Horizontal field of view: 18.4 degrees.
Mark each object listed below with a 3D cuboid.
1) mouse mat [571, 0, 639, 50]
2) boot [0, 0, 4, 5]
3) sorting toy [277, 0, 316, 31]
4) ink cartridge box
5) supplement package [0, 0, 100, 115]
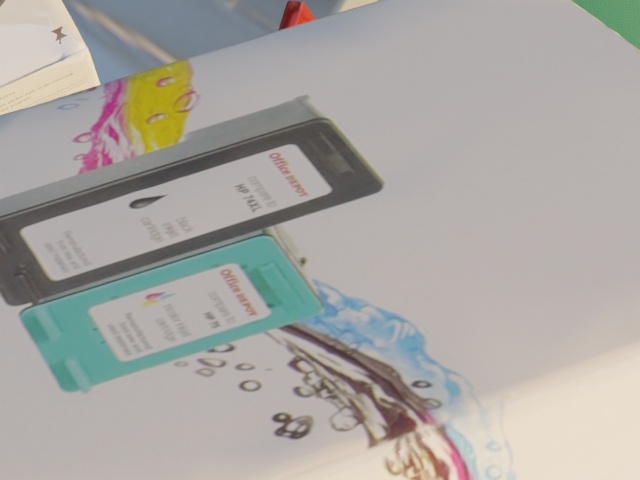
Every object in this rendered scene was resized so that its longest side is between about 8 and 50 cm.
[{"bbox_3d":[0.154,-0.080,0.645,0.152,0.007,0.190,47,147,-1],"label":"mouse mat"},{"bbox_3d":[-0.135,-0.228,0.710,0.090,0.248,0.207,0,146,-31],"label":"boot"},{"bbox_3d":[0.000,0.000,0.925,0.046,0.132,0.274,6,160,25],"label":"sorting toy"},{"bbox_3d":[-0.018,0.082,0.501,0.270,0.197,0.198,-18,122,-14],"label":"ink cartridge box"},{"bbox_3d":[-0.315,-0.123,1.459,0.262,0.204,0.145,-26,154,-9],"label":"supplement package"}]
